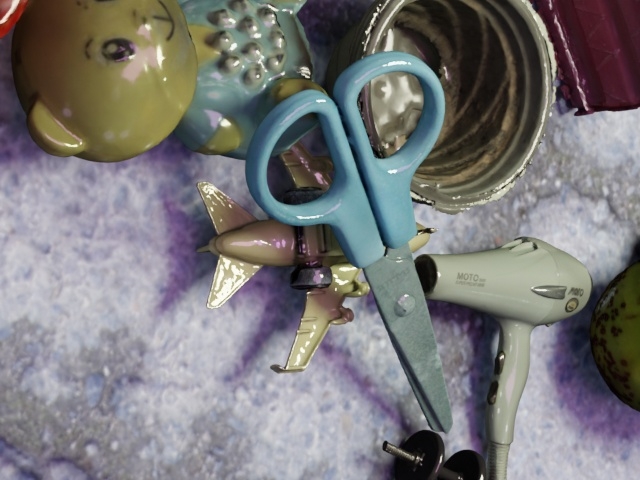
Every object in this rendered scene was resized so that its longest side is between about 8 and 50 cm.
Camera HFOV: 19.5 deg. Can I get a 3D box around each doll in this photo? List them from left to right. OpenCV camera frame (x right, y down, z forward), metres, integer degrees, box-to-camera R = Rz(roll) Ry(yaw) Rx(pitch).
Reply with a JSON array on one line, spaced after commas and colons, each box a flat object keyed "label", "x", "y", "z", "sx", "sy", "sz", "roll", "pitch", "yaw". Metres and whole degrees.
[{"label": "doll", "x": -0.142, "y": -0.154, "z": 1.612, "sx": 0.261, "sy": 0.161, "sz": 0.177, "roll": 0, "pitch": 72, "yaw": -34}]

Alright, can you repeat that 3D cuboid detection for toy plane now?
[{"label": "toy plane", "x": 0.000, "y": 0.000, "z": 1.748, "sx": 0.256, "sy": 0.104, "sz": 0.241, "roll": -4, "pitch": 84, "yaw": -26}]

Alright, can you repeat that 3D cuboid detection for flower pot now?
[{"label": "flower pot", "x": 0.097, "y": -0.145, "z": 1.775, "sx": 0.236, "sy": 0.140, "sz": 0.235, "roll": -2, "pitch": 94, "yaw": -31}]

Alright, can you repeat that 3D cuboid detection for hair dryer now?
[{"label": "hair dryer", "x": 0.154, "y": 0.109, "z": 1.843, "sx": 0.229, "sy": 0.092, "sz": 0.267, "roll": 29, "pitch": 79, "yaw": -41}]

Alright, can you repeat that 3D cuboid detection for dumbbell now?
[{"label": "dumbbell", "x": 0.118, "y": 0.229, "z": 1.840, "sx": 0.147, "sy": 0.069, "sz": 0.069, "roll": 27, "pitch": 77, "yaw": -29}]

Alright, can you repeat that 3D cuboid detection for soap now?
[{"label": "soap", "x": 0.290, "y": -0.258, "z": 1.881, "sx": 0.099, "sy": 0.162, "sz": 0.250, "roll": -30, "pitch": 108, "yaw": -28}]

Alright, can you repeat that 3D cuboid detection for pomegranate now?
[{"label": "pomegranate", "x": 0.383, "y": 0.070, "z": 1.949, "sx": 0.214, "sy": 0.214, "sz": 0.247, "roll": 23, "pitch": 43, "yaw": -31}]

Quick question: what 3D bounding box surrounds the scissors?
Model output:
[{"label": "scissors", "x": 0.064, "y": 0.028, "z": 1.706, "sx": 0.193, "sy": 0.029, "sz": 0.447, "roll": -31, "pitch": 131, "yaw": -13}]

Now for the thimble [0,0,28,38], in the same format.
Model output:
[{"label": "thimble", "x": -0.395, "y": -0.255, "z": 1.409, "sx": 0.350, "sy": 0.231, "sz": 0.350, "roll": -1, "pitch": 91, "yaw": -31}]
